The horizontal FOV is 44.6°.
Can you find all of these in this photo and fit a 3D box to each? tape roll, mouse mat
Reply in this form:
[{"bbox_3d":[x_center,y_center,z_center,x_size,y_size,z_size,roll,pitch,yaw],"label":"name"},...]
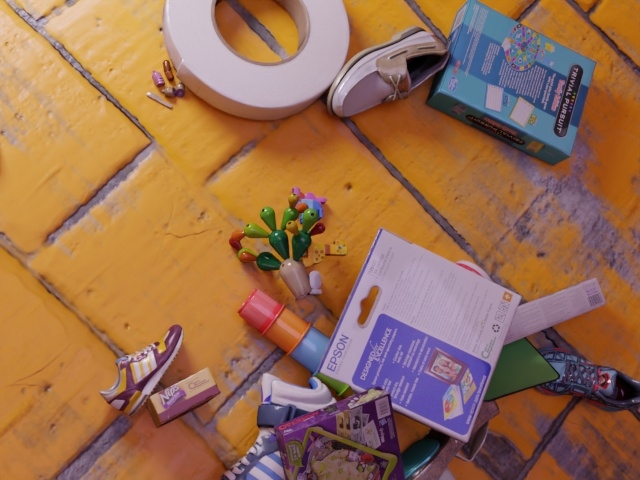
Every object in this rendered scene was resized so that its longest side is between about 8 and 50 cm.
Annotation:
[{"bbox_3d":[-0.130,-0.438,1.606,0.391,0.072,0.392,5,74,-18],"label":"tape roll"},{"bbox_3d":[0.368,0.254,1.584,0.189,0.007,0.153,-11,37,-19],"label":"mouse mat"}]

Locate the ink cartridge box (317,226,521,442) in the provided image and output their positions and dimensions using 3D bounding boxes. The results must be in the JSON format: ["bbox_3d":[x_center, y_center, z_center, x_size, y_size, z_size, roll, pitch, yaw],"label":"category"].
[{"bbox_3d":[0.186,0.176,1.467,0.307,0.072,0.304,26,74,-1],"label":"ink cartridge box"}]

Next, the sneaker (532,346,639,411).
[{"bbox_3d":[0.559,0.282,1.625,0.261,0.125,0.104,17,73,-12],"label":"sneaker"}]

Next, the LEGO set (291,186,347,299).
[{"bbox_3d":[0.000,0.000,1.546,0.093,0.087,0.227,2,78,-16],"label":"LEGO set"}]

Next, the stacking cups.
[{"bbox_3d":[-0.012,0.202,1.493,0.316,0.096,0.096,39,70,-4],"label":"stacking cups"}]

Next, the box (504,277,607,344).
[{"bbox_3d":[0.457,0.157,1.645,0.323,0.063,0.067,-17,81,-24],"label":"box"}]

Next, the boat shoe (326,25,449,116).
[{"bbox_3d":[0.145,-0.349,1.639,0.302,0.113,0.103,-40,56,-20],"label":"boat shoe"}]

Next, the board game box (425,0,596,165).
[{"bbox_3d":[0.431,-0.354,1.756,0.336,0.079,0.254,24,72,-10],"label":"board game box"}]

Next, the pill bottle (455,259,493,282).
[{"bbox_3d":[0.262,0.136,1.581,0.108,0.108,0.180,47,70,-2],"label":"pill bottle"}]

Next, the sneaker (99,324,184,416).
[{"bbox_3d":[-0.320,0.220,1.410,0.084,0.069,0.186,35,70,-12],"label":"sneaker"}]

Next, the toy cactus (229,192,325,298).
[{"bbox_3d":[-0.067,0.020,1.473,0.112,0.219,0.181,-17,82,-62],"label":"toy cactus"}]

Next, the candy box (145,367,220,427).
[{"bbox_3d":[-0.241,0.276,1.358,0.109,0.187,0.053,-25,83,-19],"label":"candy box"}]

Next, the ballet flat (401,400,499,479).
[{"bbox_3d":[0.243,0.411,1.518,0.316,0.107,0.106,-43,99,-19],"label":"ballet flat"}]

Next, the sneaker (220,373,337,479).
[{"bbox_3d":[-0.108,0.369,1.415,0.322,0.130,0.236,-14,77,-17],"label":"sneaker"}]

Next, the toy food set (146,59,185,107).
[{"bbox_3d":[-0.296,-0.331,1.568,0.078,0.019,0.122,27,72,-9],"label":"toy food set"}]

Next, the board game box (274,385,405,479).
[{"bbox_3d":[0.052,0.450,1.367,0.208,0.056,0.347,-17,106,-26],"label":"board game box"}]
